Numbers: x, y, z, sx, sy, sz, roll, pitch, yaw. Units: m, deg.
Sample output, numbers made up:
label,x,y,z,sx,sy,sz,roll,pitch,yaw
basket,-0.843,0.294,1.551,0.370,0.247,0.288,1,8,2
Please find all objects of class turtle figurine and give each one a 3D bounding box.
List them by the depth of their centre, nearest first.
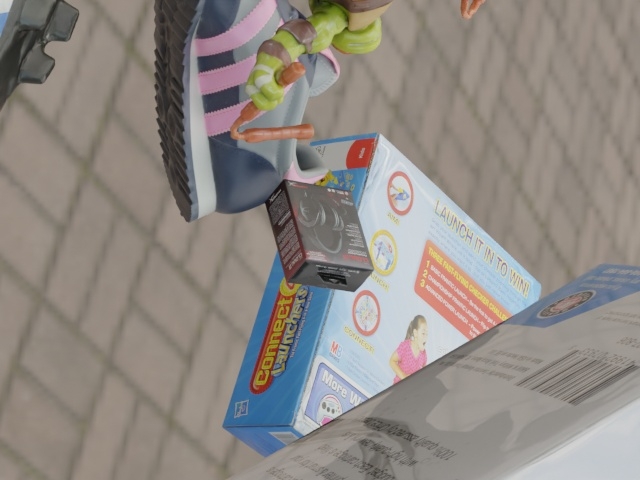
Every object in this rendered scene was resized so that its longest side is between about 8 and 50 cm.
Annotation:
label,x,y,z,sx,sy,sz,roll,pitch,yaw
turtle figurine,0.040,-0.188,1.287,0.269,0.087,0.217,-34,164,-24

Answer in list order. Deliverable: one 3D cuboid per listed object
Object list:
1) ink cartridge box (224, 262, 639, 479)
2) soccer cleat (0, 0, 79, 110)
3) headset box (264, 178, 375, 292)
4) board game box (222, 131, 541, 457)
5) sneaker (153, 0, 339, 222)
label,x,y,z,sx,sy,sz,roll,pitch,yaw
ink cartridge box,0.085,0.176,1.090,0.395,0.285,0.166,-28,98,-12
soccer cleat,-0.262,-0.086,1.200,0.116,0.143,0.331,100,9,-46
headset box,0.000,0.000,1.445,0.062,0.032,0.083,10,48,-32
board game box,0.069,0.105,1.862,0.308,0.086,0.302,41,56,-41
sneaker,-0.050,-0.160,1.439,0.112,0.131,0.319,-117,-157,-44
